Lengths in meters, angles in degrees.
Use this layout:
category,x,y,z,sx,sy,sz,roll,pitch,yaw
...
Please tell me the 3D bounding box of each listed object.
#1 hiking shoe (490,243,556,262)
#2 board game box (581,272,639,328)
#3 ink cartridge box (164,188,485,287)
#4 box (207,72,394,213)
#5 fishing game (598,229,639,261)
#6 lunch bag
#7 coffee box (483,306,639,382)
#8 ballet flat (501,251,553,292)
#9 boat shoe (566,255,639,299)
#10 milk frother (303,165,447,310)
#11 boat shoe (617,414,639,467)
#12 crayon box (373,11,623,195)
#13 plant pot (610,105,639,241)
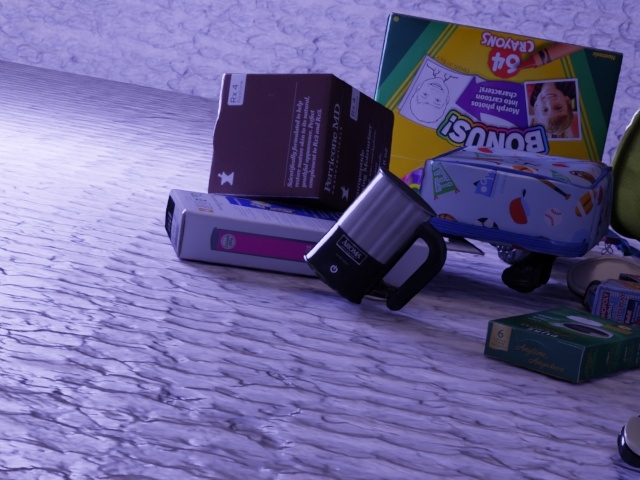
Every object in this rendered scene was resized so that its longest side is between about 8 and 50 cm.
category,x,y,z,sx,sy,sz,roll,pitch,yaw
hiking shoe,0.312,-0.011,2.190,0.114,0.086,0.227,7,9,-1
board game box,0.399,0.081,1.827,0.194,0.060,0.194,9,10,-14
ink cartridge box,0.000,0.000,1.864,0.370,0.069,0.176,6,9,-11
box,-0.022,-0.117,2.020,0.167,0.169,0.203,3,-8,26
fishing game,0.397,-0.010,2.200,0.189,0.041,0.264,36,5,34
lunch bag,0.249,-0.057,1.963,0.243,0.115,0.303,9,8,15
coffee box,0.261,0.107,1.585,0.113,0.040,0.184,16,11,31
ballet flat,0.276,0.032,1.989,0.049,0.058,0.173,8,8,16
boat shoe,0.415,0.069,1.978,0.206,0.075,0.065,4,-32,-8
milk frother,0.071,0.003,1.708,0.129,0.135,0.143,40,10,-8
boat shoe,0.269,0.168,1.250,0.049,0.042,0.133,39,18,13
crayon box,0.256,-0.167,2.353,0.362,0.313,0.106,10,6,0
plant pot,0.648,-0.060,2.095,0.366,0.366,0.353,-1,34,-48
